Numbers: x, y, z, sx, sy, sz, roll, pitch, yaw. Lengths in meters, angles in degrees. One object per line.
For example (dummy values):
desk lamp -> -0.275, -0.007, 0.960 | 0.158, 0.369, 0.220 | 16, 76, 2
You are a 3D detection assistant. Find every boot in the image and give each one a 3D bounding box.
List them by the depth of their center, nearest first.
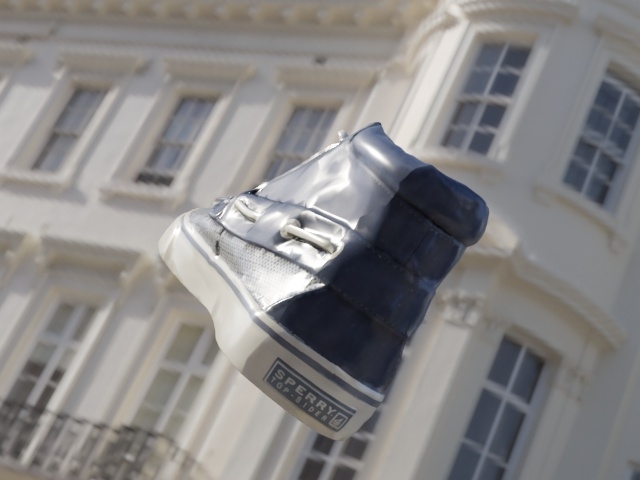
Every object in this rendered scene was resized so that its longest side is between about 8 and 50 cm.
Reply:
boot -> 0.000, 0.000, 0.469 | 0.069, 0.086, 0.190 | 36, 2, -21
